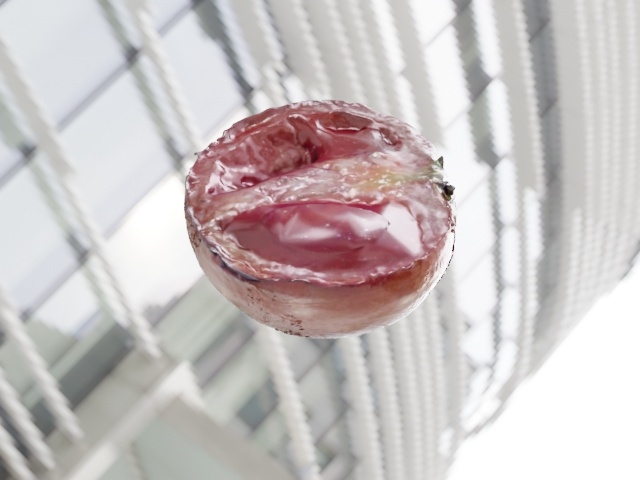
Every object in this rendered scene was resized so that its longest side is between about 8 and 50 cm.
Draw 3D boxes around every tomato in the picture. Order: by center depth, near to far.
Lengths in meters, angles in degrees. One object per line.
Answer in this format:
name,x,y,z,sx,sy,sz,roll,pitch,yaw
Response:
tomato,0.000,0.000,1.212,0.189,0.173,0.099,-101,-171,-52
